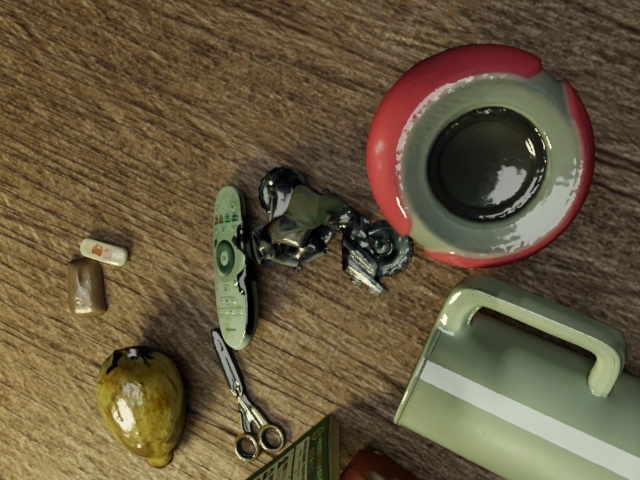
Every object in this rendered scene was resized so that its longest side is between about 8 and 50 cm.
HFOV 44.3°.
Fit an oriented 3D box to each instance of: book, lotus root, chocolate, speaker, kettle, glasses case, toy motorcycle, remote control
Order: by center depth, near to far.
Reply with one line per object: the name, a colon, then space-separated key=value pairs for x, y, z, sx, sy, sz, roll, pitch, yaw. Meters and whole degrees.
speaker: x=0.214 y=-0.105 z=1.042 sx=0.295 sy=0.294 sz=0.294 roll=0 pitch=92 yaw=13
kettle: x=0.280 y=0.216 z=1.047 sx=0.318 sy=0.265 sz=0.205 roll=25 pitch=72 yaw=13
book: x=-0.077 y=0.386 z=1.159 sx=0.264 sy=0.202 sz=0.027 roll=-40 pitch=100 yaw=11
toy motorcycle: x=0.000 y=0.000 z=1.169 sx=0.271 sy=0.106 sz=0.159 roll=31 pitch=94 yaw=24
remote control: x=-0.131 y=0.041 z=1.226 sx=0.097 sy=0.045 sz=0.256 roll=-3 pitch=90 yaw=51
lotus root: x=-0.275 y=0.264 z=1.241 sx=0.139 sy=0.138 sz=0.213 roll=-15 pitch=100 yaw=13
glasses case: x=-0.356 y=0.019 z=1.296 sx=0.083 sy=0.021 sz=0.032 roll=16 pitch=94 yaw=11
chocolate: x=-0.391 y=0.078 z=1.303 sx=0.065 sy=0.031 sz=0.100 roll=-4 pitch=90 yaw=8

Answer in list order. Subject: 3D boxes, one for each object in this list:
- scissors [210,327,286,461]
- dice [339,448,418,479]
scissors: x=-0.129 y=0.243 z=1.258 sx=0.088 sy=0.017 sz=0.220 roll=-23 pitch=86 yaw=13
dice: x=0.072 y=0.429 z=1.140 sx=0.179 sy=0.174 sz=0.175 roll=39 pitch=98 yaw=9
